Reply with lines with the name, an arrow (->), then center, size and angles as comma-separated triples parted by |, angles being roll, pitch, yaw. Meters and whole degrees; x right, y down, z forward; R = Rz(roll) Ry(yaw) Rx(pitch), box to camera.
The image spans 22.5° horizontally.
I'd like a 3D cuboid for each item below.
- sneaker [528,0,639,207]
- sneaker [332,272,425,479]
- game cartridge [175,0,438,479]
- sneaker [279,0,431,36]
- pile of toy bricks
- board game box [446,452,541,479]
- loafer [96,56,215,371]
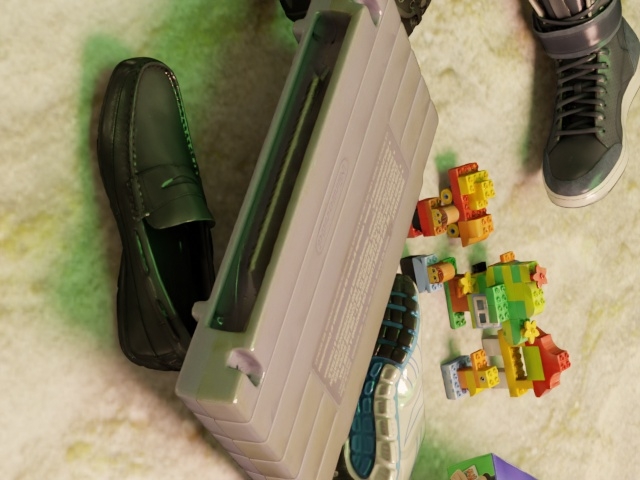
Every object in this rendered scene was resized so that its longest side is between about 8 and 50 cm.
sneaker -> 0.231, -0.155, 1.480 | 0.163, 0.086, 0.226 | 58, 39, -40
sneaker -> 0.055, 0.123, 1.307 | 0.083, 0.071, 0.190 | 24, 72, -57
game cartridge -> 0.000, 0.000, 1.195 | 0.230, 0.068, 0.355 | 67, 37, -60
sneaker -> 0.063, -0.233, 1.323 | 0.293, 0.102, 0.146 | -15, 101, -41
pile of toy bricks -> 0.152, 0.042, 1.376 | 0.118, 0.105, 0.212 | -20, 101, -45
board game box -> 0.213, 0.319, 1.328 | 0.317, 0.046, 0.213 | 33, 42, -49
loafer -> -0.106, -0.020, 1.131 | 0.076, 0.078, 0.223 | -5, 90, -47
